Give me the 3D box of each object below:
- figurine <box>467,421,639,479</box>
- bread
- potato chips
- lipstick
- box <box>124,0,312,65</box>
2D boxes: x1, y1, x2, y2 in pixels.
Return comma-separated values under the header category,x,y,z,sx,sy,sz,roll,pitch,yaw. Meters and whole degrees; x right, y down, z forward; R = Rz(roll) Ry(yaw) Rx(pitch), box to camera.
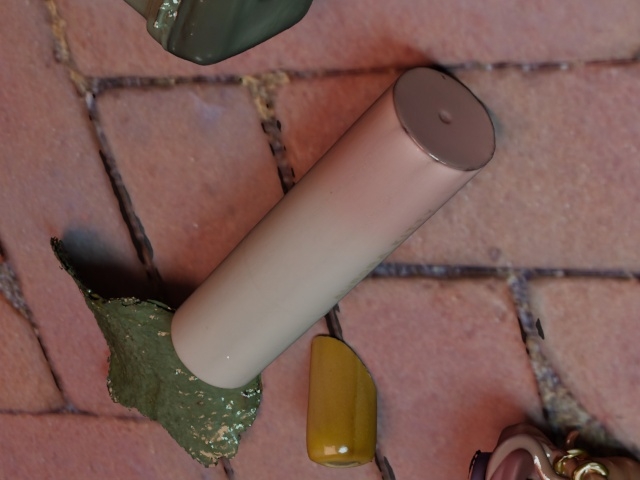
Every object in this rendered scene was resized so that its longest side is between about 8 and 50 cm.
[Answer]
category,x,y,z,sx,sy,sz,roll,pitch,yaw
figurine,0.180,0.191,1.202,0.157,0.114,0.126,-17,147,9
bread,0.021,0.133,1.297,0.062,0.103,0.049,15,159,-34
potato chips,-0.154,0.089,1.368,0.228,0.059,0.167,31,141,12
lipstick,0.000,0.000,1.187,0.087,0.087,0.327,44,133,-1
box,-0.059,-0.231,1.032,0.129,0.148,0.210,39,131,15
